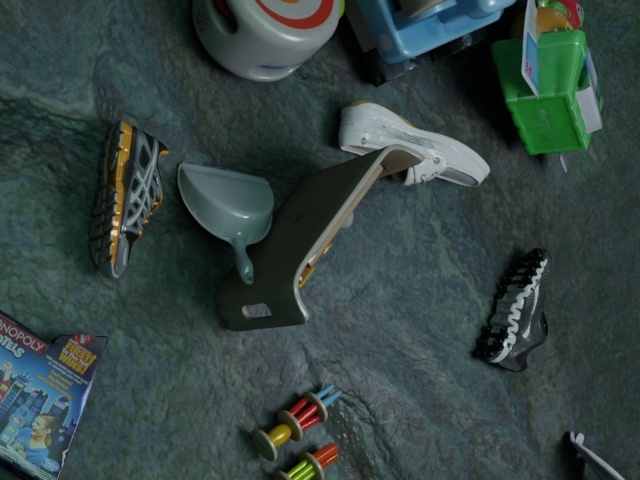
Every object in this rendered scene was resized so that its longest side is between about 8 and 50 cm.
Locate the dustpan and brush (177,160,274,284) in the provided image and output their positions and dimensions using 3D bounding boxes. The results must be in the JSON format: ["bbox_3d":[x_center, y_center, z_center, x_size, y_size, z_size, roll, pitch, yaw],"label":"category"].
[{"bbox_3d":[-0.118,-0.022,1.233,0.147,0.211,0.060,10,120,-29],"label":"dustpan and brush"}]

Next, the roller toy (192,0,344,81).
[{"bbox_3d":[-0.084,-0.337,1.287,0.209,0.146,0.191,33,58,-18],"label":"roller toy"}]

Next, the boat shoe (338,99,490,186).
[{"bbox_3d":[0.147,-0.131,1.440,0.277,0.098,0.096,21,73,-19],"label":"boat shoe"}]

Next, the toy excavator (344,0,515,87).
[{"bbox_3d":[0.175,-0.385,1.280,0.433,0.445,0.222,-29,98,-32],"label":"toy excavator"}]

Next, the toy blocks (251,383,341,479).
[{"bbox_3d":[-0.014,0.290,1.298,0.148,0.054,0.123,-31,100,-32],"label":"toy blocks"}]

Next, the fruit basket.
[{"bbox_3d":[0.414,-0.345,1.550,0.327,0.165,0.353,47,52,-54],"label":"fruit basket"}]

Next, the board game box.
[{"bbox_3d":[-0.359,0.173,1.086,0.194,0.060,0.194,38,58,-15],"label":"board game box"}]

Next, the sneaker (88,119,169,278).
[{"bbox_3d":[-0.252,-0.052,1.181,0.083,0.084,0.214,16,74,-35],"label":"sneaker"}]

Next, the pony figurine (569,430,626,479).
[{"bbox_3d":[0.577,0.516,1.508,0.303,0.351,0.363,25,89,-24],"label":"pony figurine"}]

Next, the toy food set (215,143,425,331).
[{"bbox_3d":[0.000,0.000,1.249,0.092,0.220,0.306,45,62,-19],"label":"toy food set"}]

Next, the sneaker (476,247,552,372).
[{"bbox_3d":[0.358,0.128,1.548,0.106,0.078,0.234,37,69,-26],"label":"sneaker"}]
